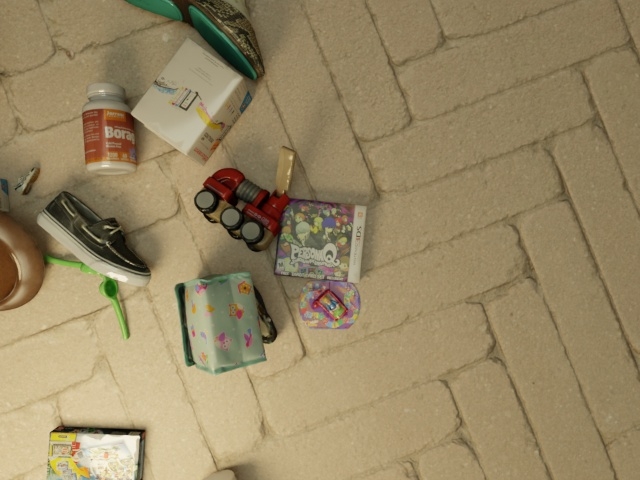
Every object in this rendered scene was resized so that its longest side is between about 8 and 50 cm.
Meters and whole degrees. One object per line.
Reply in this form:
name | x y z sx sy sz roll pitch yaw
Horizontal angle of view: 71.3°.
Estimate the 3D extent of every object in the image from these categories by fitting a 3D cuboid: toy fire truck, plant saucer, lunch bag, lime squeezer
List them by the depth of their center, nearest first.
lunch bag | -0.258 0.195 1.086 0.160 0.262 0.223 -8 87 -33
plant saucer | -0.856 0.054 1.105 0.310 0.050 0.311 -1 113 -2
toy fire truck | -0.172 -0.128 1.137 0.217 0.158 0.246 33 78 8
lime squeezer | -0.590 0.121 1.169 0.110 0.059 0.310 -45 91 -2

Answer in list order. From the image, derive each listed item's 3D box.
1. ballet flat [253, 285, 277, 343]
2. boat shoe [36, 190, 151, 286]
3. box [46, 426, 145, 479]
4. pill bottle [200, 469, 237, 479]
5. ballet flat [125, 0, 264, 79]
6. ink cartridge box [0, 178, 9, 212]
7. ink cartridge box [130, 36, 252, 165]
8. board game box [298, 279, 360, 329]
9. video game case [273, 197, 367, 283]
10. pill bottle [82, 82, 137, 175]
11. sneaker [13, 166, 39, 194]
ballet flat | -0.177 0.183 1.172 0.074 0.074 0.203 -31 90 -2
boat shoe | -0.564 -0.009 1.139 0.335 0.121 0.119 33 92 1
box | -0.586 0.577 1.165 0.233 0.044 0.159 3 89 -2
pill bottle | -0.232 0.736 1.119 0.153 0.153 0.265 -19 89 -2
ballet flat | -0.312 -0.614 1.146 0.483 0.164 0.182 32 83 3
ink cartridge box | -0.858 -0.118 1.133 0.052 0.122 0.088 -5 89 -2
ink cartridge box | -0.316 -0.337 1.128 0.168 0.171 0.233 36 89 0
board game box | 0.024 0.175 1.196 0.168 0.033 0.133 1 89 -1
video game case | 0.000 0.000 1.194 0.232 0.042 0.210 7 87 -1
pill bottle | -0.542 -0.283 1.145 0.121 0.121 0.216 -5 90 -2
sneaker | -0.781 -0.162 1.181 0.037 0.032 0.083 32 88 -1
